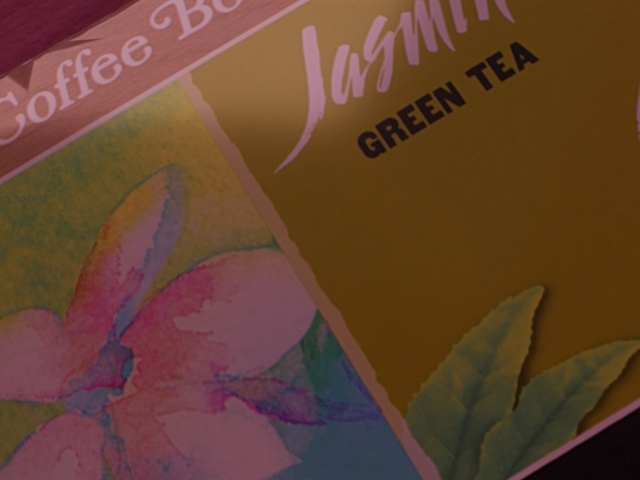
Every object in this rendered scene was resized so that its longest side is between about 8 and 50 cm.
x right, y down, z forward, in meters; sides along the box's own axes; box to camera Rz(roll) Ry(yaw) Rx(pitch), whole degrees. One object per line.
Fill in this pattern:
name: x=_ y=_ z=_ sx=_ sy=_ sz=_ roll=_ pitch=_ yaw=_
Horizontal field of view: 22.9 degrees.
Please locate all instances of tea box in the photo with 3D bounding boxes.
tea box: x=0.063 y=0.061 z=0.552 sx=0.329 sy=0.323 sz=0.220 roll=-32 pitch=-23 yaw=-4
